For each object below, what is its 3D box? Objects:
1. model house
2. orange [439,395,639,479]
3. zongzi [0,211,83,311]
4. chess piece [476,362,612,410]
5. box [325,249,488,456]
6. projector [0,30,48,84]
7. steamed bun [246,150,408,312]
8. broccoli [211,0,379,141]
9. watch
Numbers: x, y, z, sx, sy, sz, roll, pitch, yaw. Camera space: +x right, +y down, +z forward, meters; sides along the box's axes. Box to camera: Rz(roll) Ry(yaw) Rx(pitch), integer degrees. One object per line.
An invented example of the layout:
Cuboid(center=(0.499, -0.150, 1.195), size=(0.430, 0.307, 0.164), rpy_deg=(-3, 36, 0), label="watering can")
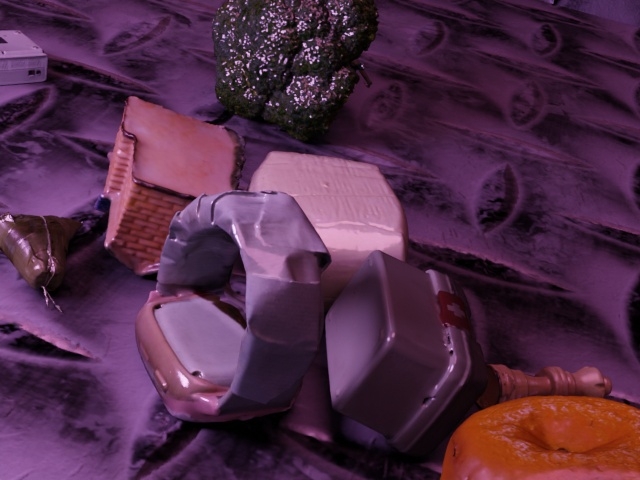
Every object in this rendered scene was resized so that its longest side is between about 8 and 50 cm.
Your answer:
Cuboid(center=(-0.203, -0.050, 1.374), size=(0.167, 0.172, 0.183), rpy_deg=(19, 35, -17), label="model house")
Cuboid(center=(0.218, 0.258, 0.963), size=(0.249, 0.183, 0.249), rpy_deg=(-3, 17, 1), label="orange")
Cuboid(center=(-0.308, 0.021, 1.305), size=(0.130, 0.062, 0.154), rpy_deg=(-1, 36, -48), label="zongzi")
Cuboid(center=(0.267, 0.173, 1.268), size=(0.172, 0.060, 0.060), rpy_deg=(3, 30, -23), label="chess piece")
Cuboid(center=(0.088, 0.119, 1.178), size=(0.129, 0.148, 0.210), rpy_deg=(27, 25, -17), label="box")
Cuboid(center=(-0.542, -0.306, 1.784), size=(0.147, 0.061, 0.115), rpy_deg=(-11, 35, -39), label="projector")
Cuboid(center=(0.000, 0.000, 1.360), size=(0.200, 0.154, 0.250), rpy_deg=(4, 31, -11), label="steamed bun")
Cuboid(center=(-0.026, -0.323, 1.841), size=(0.304, 0.321, 0.283), rpy_deg=(44, 9, 28), label="broccoli")
Cuboid(center=(-0.090, 0.056, 1.128), size=(0.162, 0.241, 0.253), rpy_deg=(-6, 33, -28), label="watch")
